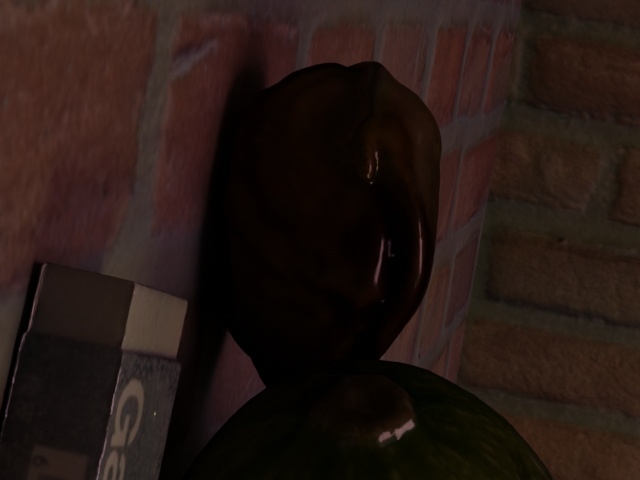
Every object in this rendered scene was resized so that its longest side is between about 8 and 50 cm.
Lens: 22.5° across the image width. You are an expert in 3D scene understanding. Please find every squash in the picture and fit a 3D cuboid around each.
[{"bbox_3d":[0.007,0.207,0.868,0.310,0.310,0.309,-60,138,-59],"label":"squash"}]

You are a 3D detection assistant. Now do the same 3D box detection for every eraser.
[{"bbox_3d":[-0.105,0.120,0.664,0.092,0.046,0.212,31,70,-78],"label":"eraser"}]

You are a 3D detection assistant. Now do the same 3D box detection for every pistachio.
[{"bbox_3d":[0.000,0.000,0.908,0.165,0.130,0.210,41,-56,58],"label":"pistachio"}]
